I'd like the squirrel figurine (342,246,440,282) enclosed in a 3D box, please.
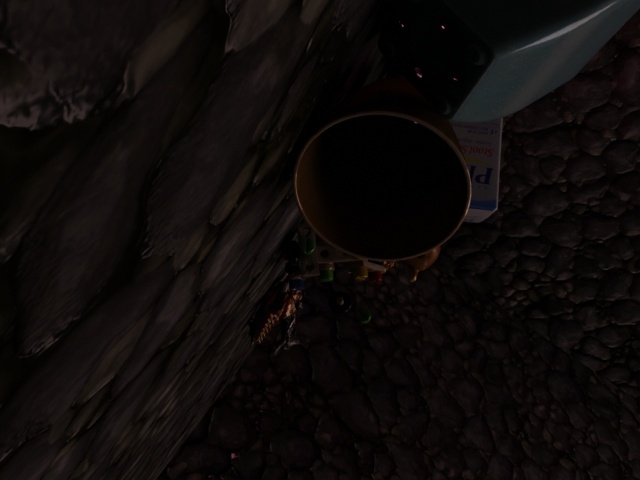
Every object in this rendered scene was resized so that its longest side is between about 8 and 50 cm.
[{"bbox_3d":[0.207,-0.028,1.896,0.281,0.370,0.397,-54,176,-30],"label":"squirrel figurine"}]

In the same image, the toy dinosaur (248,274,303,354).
[{"bbox_3d":[-0.136,0.209,1.722,0.322,0.164,0.218,-22,136,-50],"label":"toy dinosaur"}]

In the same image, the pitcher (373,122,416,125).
[{"bbox_3d":[0.147,-0.220,1.089,0.178,0.125,0.207,-22,179,13],"label":"pitcher"}]

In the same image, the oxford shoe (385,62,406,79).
[{"bbox_3d":[0.158,-0.301,1.045,0.096,0.083,0.227,-52,177,25],"label":"oxford shoe"}]

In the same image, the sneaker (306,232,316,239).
[{"bbox_3d":[0.000,0.000,1.788,0.262,0.099,0.121,-47,-168,51],"label":"sneaker"}]

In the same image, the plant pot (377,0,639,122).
[{"bbox_3d":[0.220,-0.296,0.726,0.252,0.248,0.247,-38,171,-20],"label":"plant pot"}]

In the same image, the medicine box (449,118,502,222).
[{"bbox_3d":[0.288,-0.206,1.401,0.149,0.264,0.289,104,-7,-78],"label":"medicine box"}]

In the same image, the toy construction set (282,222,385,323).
[{"bbox_3d":[0.040,0.002,1.374,0.237,0.258,0.308,71,39,-70],"label":"toy construction set"}]

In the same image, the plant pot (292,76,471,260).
[{"bbox_3d":[0.101,-0.137,0.862,0.237,0.237,0.254,-58,-171,38],"label":"plant pot"}]
